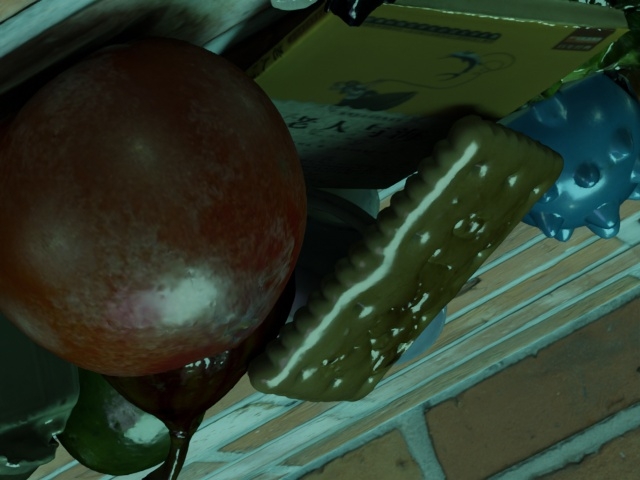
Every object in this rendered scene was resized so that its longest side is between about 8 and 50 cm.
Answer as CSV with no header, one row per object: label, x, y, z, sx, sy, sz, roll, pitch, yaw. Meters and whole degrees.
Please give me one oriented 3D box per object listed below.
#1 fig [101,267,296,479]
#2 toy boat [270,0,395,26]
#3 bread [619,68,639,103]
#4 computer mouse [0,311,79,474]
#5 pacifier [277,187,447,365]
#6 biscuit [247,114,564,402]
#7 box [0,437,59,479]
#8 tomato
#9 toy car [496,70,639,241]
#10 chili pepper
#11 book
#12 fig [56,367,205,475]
fig,-0.135,0.102,1.740,0.217,0.217,0.321,-18,127,-31
toy boat,0.085,-0.228,1.310,0.269,0.141,0.141,-12,165,0
bread,0.499,-0.132,2.091,0.207,0.279,0.279,-11,161,-41
computer mouse,-0.371,0.115,1.512,0.145,0.228,0.429,-33,163,29
pacifier,0.000,0.000,1.893,0.226,0.287,0.238,-70,173,-47
biscuit,0.083,0.028,1.708,0.325,0.044,0.217,-50,156,13
box,-0.426,0.234,2.002,0.184,0.143,0.273,-16,161,-37
tomato,-0.133,-0.018,1.421,0.265,0.265,0.265,-25,166,-7
toy car,0.264,-0.089,1.992,0.188,0.190,0.255,-28,168,2
chili pepper,0.226,-0.194,1.750,0.264,0.116,0.148,-18,175,-29
book,0.042,-0.120,1.592,0.269,0.032,0.389,1,160,-30
fig,-0.223,0.129,1.974,0.195,0.195,0.245,-29,127,8
